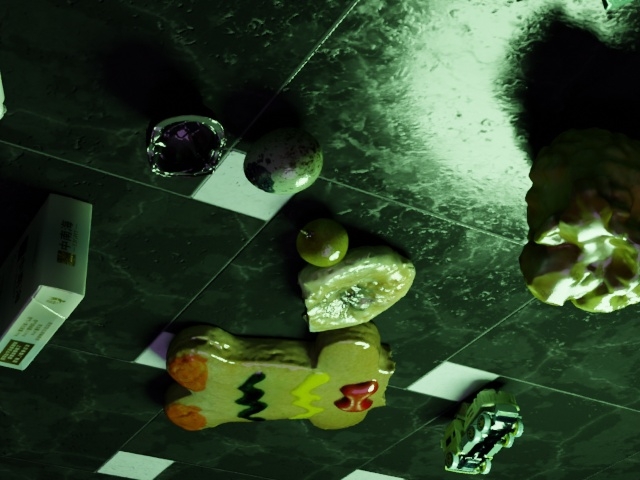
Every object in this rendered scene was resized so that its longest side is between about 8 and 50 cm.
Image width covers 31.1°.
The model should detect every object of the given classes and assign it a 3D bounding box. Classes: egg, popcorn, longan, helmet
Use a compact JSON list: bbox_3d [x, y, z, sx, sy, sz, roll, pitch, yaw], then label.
[{"bbox_3d":[-0.049,-0.100,1.456,0.110,0.085,0.085,-11,146,24],"label":"egg"},{"bbox_3d":[0.352,-0.024,1.466,0.206,0.236,0.251,24,-166,23],"label":"popcorn"},{"bbox_3d":[0.000,0.000,1.623,0.075,0.075,0.083,-23,147,27],"label":"longan"},{"bbox_3d":[-0.167,-0.134,1.408,0.098,0.070,0.123,0,140,-16],"label":"helmet"}]

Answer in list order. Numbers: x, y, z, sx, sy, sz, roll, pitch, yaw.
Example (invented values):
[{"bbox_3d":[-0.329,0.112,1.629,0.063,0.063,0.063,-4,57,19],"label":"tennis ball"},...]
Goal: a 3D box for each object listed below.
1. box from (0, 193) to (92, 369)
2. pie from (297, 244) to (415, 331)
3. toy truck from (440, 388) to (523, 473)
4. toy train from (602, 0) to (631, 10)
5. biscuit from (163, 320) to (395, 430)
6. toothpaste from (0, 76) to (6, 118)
[{"bbox_3d":[-0.398,0.062,1.613,0.067,0.155,0.243,16,144,-28],"label":"box"},{"bbox_3d":[0.054,0.070,1.743,0.185,0.052,0.218,-20,150,-3],"label":"pie"},{"bbox_3d":[0.293,0.341,2.123,0.085,0.116,0.191,11,135,-19],"label":"toy truck"},{"bbox_3d":[0.356,-0.304,1.196,0.172,0.070,0.099,-18,151,20],"label":"toy train"},{"bbox_3d":[-0.071,0.247,1.989,0.394,0.076,0.368,2,147,-7],"label":"biscuit"},{"bbox_3d":[-0.389,-0.209,1.319,0.048,0.031,0.190,3,143,-3],"label":"toothpaste"}]
